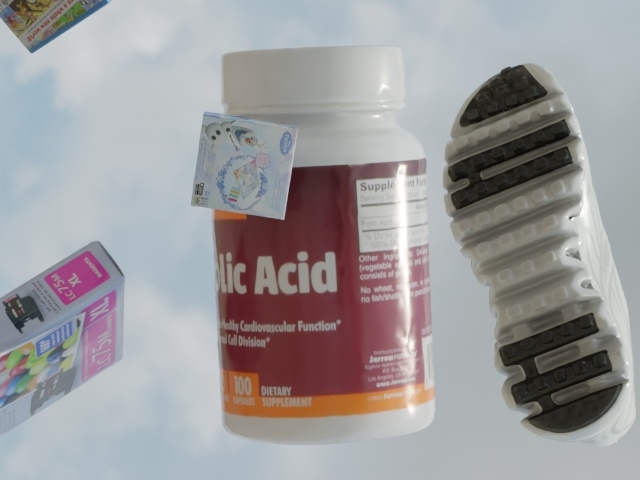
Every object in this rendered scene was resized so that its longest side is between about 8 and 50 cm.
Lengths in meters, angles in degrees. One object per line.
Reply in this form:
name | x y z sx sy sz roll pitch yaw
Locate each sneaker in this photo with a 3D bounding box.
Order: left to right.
sneaker | 0.164 0.014 1.432 0.110 0.118 0.292 -17 -113 21

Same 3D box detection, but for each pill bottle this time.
pill bottle | 0.000 0.000 2.037 0.224 0.224 0.392 1 -85 54

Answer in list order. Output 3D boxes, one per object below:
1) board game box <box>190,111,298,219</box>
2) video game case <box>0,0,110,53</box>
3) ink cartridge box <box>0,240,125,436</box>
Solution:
board game box | -0.071 -0.070 1.864 0.020 0.090 0.090 -83 -177 -72
video game case | -0.263 -0.245 1.678 0.119 0.166 0.015 -25 -159 44
ink cartridge box | -0.334 0.139 1.966 0.065 0.311 0.185 51 -23 21
